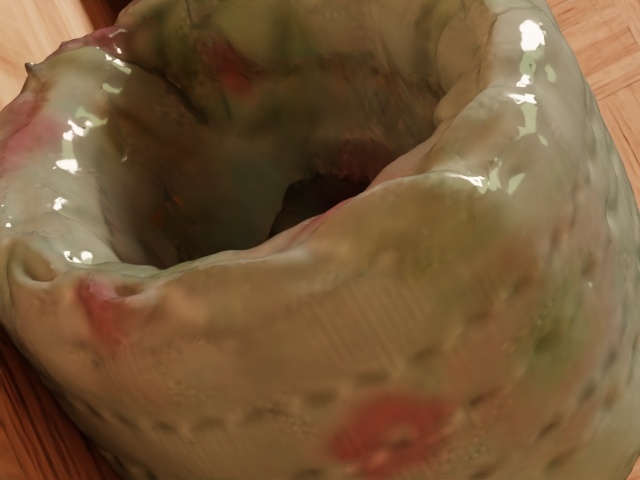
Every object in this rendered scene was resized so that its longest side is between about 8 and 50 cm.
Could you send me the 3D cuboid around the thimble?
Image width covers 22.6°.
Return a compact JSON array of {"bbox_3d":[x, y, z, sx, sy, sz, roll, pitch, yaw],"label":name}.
[{"bbox_3d":[0.000,0.000,0.508,0.149,0.185,0.211,59,0,-38],"label":"thimble"}]
